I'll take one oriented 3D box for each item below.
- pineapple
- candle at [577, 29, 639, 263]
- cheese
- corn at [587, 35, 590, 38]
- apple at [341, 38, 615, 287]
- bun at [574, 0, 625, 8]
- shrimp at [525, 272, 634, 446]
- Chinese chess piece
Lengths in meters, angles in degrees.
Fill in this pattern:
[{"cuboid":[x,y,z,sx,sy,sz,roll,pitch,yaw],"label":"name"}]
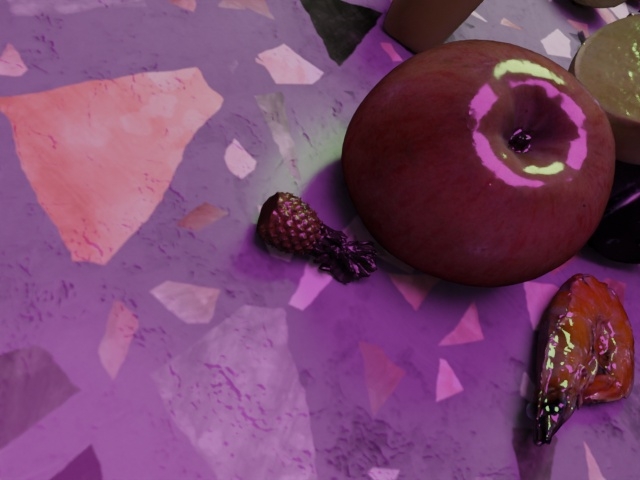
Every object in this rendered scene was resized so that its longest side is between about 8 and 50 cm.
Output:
[{"cuboid":[0.000,0.000,0.836,0.159,0.074,0.074,28,52,-19],"label":"pineapple"},{"cuboid":[0.487,-0.149,1.070,0.221,0.221,0.342,10,56,-21],"label":"candle"},{"cuboid":[0.234,-0.474,1.121,0.124,0.242,0.265,31,53,-7],"label":"cheese"},{"cuboid":[0.554,-0.366,1.345,0.037,0.037,0.092,-12,67,-31],"label":"corn"},{"cuboid":[0.209,-0.103,0.870,0.345,0.269,0.344,12,58,-20],"label":"apple"},{"cuboid":[0.556,-0.589,1.387,0.153,0.244,0.244,-19,70,-12],"label":"bun"},{"cuboid":[0.358,0.172,0.912,0.164,0.062,0.317,42,50,-2],"label":"shrimp"},{"cuboid":[0.459,-0.212,0.930,0.238,0.092,0.237,-8,57,12],"label":"Chinese chess piece"}]
